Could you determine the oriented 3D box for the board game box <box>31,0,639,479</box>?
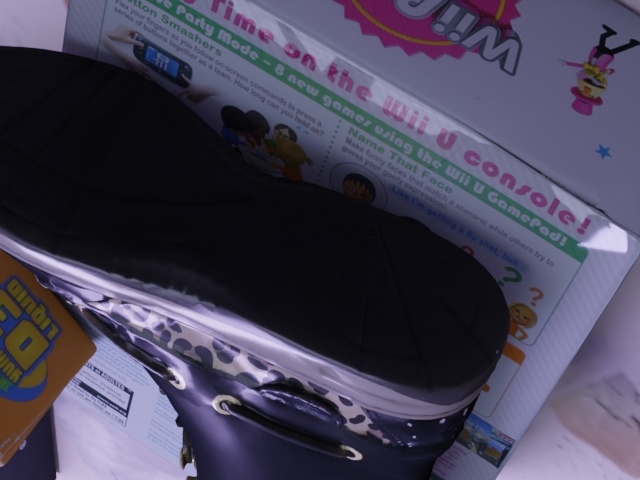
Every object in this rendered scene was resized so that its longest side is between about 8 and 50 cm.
[{"bbox_3d":[0.000,0.000,0.706,0.224,0.097,0.303,32,144,8],"label":"board game box"}]

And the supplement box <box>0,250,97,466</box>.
[{"bbox_3d":[-0.204,0.062,0.813,0.233,0.080,0.078,-13,119,52],"label":"supplement box"}]

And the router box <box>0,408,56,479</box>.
[{"bbox_3d":[-0.276,0.022,0.973,0.243,0.081,0.309,25,141,18],"label":"router box"}]

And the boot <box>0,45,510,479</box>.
[{"bbox_3d":[-0.052,0.040,0.642,0.236,0.085,0.178,25,144,15],"label":"boot"}]
